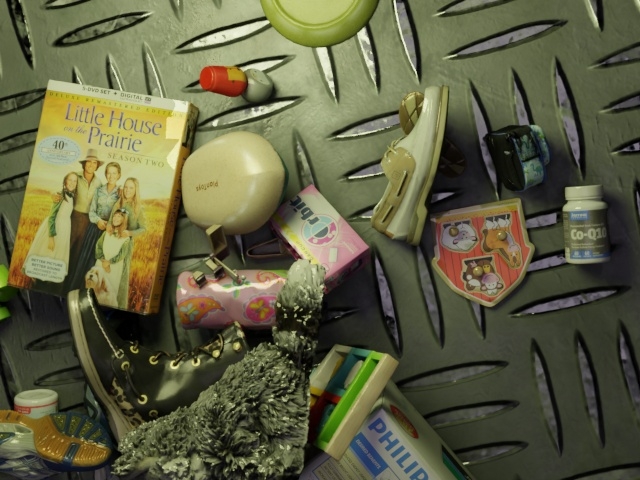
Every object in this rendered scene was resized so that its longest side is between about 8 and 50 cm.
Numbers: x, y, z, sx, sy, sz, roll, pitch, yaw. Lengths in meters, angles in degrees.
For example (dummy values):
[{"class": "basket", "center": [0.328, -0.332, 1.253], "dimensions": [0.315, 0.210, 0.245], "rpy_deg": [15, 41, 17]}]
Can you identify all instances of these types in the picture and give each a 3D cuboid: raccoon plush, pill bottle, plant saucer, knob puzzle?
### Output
[{"class": "raccoon plush", "center": [-0.173, 0.240, 1.238], "dimensions": [0.299, 0.216, 0.447], "rpy_deg": [9, 72, -7]}, {"class": "pill bottle", "center": [0.476, -0.030, 1.313], "dimensions": [0.078, 0.078, 0.137], "rpy_deg": [-5, 94, 10]}, {"class": "pill bottle", "center": [-0.595, 0.400, 1.536], "dimensions": [0.087, 0.087, 0.160], "rpy_deg": [2, 95, 10]}, {"class": "plant saucer", "center": [-0.005, -0.489, 1.378], "dimensions": [0.240, 0.037, 0.241], "rpy_deg": [1, 95, 9]}, {"class": "knob puzzle", "center": [0.305, 0.030, 1.373], "dimensions": [0.213, 0.030, 0.213], "rpy_deg": [1, 95, 10]}]

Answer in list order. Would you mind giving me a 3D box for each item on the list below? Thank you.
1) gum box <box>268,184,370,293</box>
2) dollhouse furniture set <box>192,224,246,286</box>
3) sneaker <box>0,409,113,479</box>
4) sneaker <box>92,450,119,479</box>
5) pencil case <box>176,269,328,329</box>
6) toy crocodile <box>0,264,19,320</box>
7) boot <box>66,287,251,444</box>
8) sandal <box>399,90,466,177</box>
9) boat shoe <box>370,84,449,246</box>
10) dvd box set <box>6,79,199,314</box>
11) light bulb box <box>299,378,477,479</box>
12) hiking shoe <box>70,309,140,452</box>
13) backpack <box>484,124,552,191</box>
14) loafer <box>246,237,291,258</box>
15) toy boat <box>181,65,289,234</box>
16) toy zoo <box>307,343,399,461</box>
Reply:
[{"class": "gum box", "center": [0.000, 0.000, 1.358], "dimensions": [0.107, 0.062, 0.188], "rpy_deg": [-36, 63, -11]}, {"class": "dollhouse furniture set", "center": [-0.184, 0.039, 1.335], "dimensions": [0.081, 0.114, 0.091], "rpy_deg": [37, 63, 27]}, {"class": "sneaker", "center": [-0.536, 0.414, 1.440], "dimensions": [0.296, 0.112, 0.131], "rpy_deg": [6, 124, 14]}, {"class": "sneaker", "center": [-0.383, 0.535, 1.518], "dimensions": [0.122, 0.110, 0.283], "rpy_deg": [-19, 94, -7]}, {"class": "pencil case", "center": [-0.134, 0.111, 1.418], "dimensions": [0.284, 0.124, 0.124], "rpy_deg": [-4, 94, 9]}, {"class": "toy crocodile", "center": [-0.773, 0.154, 1.536], "dimensions": [0.340, 0.105, 0.115], "rpy_deg": [-25, 90, 12]}, {"class": "boot", "center": [-0.274, 0.221, 1.341], "dimensions": [0.284, 0.138, 0.377], "rpy_deg": [-23, 95, -9]}, {"class": "sandal", "center": [0.208, -0.196, 1.364], "dimensions": [0.072, 0.049, 0.180], "rpy_deg": [-33, 104, 24]}, {"class": "boat shoe", "center": [0.160, -0.134, 1.313], "dimensions": [0.103, 0.113, 0.302], "rpy_deg": [14, 115, 9]}, {"class": "dvd box set", "center": [-0.429, -0.087, 1.444], "dimensions": [0.307, 0.062, 0.421], "rpy_deg": [11, 88, 9]}, {"class": "light bulb box", "center": [0.099, 0.516, 1.353], "dimensions": [0.361, 0.225, 0.358], "rpy_deg": [-41, 87, 10]}, {"class": "hiking shoe", "center": [-0.402, 0.283, 1.470], "dimensions": [0.132, 0.113, 0.304], "rpy_deg": [-18, 92, 22]}, {"class": "backpack", "center": [0.361, -0.150, 1.311], "dimensions": [0.084, 0.105, 0.114], "rpy_deg": [-21, 101, -9]}, {"class": "loafer", "center": [-0.085, 0.014, 1.435], "dimensions": [0.125, 0.039, 0.045], "rpy_deg": [-14, 92, 11]}, {"class": "toy boat", "center": [-0.148, -0.170, 1.371], "dimensions": [0.267, 0.148, 0.318], "rpy_deg": [-1, 91, 46]}, {"class": "toy zoo", "center": [0.022, 0.281, 1.330], "dimensions": [0.030, 0.293, 0.192], "rpy_deg": [38, 74, -13]}]
